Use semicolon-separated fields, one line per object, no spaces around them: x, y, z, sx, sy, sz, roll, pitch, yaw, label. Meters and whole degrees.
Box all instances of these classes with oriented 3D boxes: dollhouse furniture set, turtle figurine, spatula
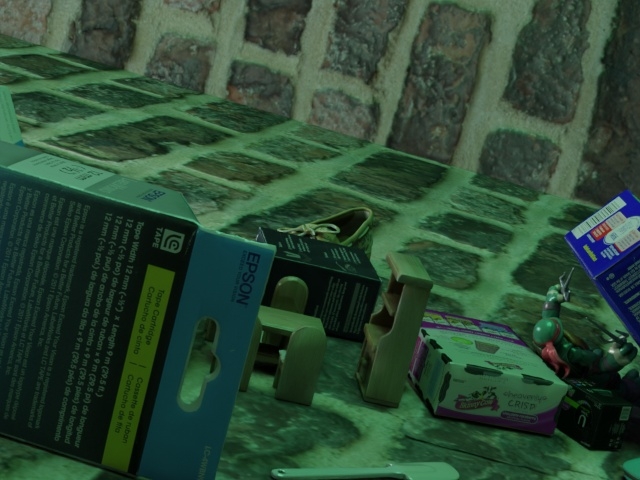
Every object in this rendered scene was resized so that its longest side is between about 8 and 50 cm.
-0.009;0.083;1.837;0.242;0.161;0.212;13;13;-9;dollhouse furniture set
0.332;0.134;2.012;0.234;0.118;0.175;45;7;-49;turtle figurine
0.086;0.252;1.534;0.242;0.019;0.168;5;16;-37;spatula

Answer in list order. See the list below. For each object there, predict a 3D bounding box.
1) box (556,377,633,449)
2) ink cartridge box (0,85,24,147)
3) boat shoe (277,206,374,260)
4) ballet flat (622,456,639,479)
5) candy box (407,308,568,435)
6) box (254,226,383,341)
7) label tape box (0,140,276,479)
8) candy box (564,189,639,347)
0.329;0.211;1.897;0.052;0.062;0.083;6;15;-33;box
-0.494;-0.085;1.863;0.232;0.168;0.171;3;57;-40;ink cartridge box
0.000;0.000;2.387;0.104;0.089;0.285;20;14;20;boat shoe
0.442;0.270;1.708;0.083;0.087;0.247;4;16;-40;ballet flat
0.192;0.159;1.947;0.159;0.071;0.233;12;12;-14;candy box
-0.013;0.057;2.109;0.158;0.093;0.156;13;12;-10;box
-0.226;0.064;1.461;0.347;0.249;0.115;16;12;6;label tape box
0.465;0.110;2.003;0.317;0.122;0.268;53;8;-9;candy box
